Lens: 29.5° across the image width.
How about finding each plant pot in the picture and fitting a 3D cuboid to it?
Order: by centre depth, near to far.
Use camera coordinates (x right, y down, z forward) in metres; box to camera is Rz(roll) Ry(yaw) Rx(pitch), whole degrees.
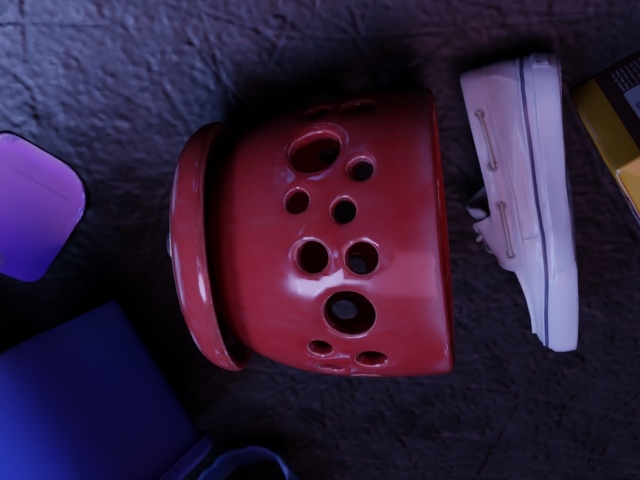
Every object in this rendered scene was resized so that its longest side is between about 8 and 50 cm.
[{"bbox_3d":[0.000,0.000,0.815,0.174,0.191,0.191,-5,121,10],"label":"plant pot"}]

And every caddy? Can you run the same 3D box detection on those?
[{"bbox_3d":[-0.212,0.178,0.825,0.241,0.341,0.179,-30,90,14],"label":"caddy"}]

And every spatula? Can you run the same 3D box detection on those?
[{"bbox_3d":[-0.276,0.053,0.916,0.084,0.030,0.296,29,114,-19],"label":"spatula"}]

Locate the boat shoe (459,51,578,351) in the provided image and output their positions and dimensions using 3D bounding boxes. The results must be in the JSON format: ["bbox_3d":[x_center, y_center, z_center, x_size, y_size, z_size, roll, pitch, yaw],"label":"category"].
[{"bbox_3d":[0.144,-0.025,0.876,0.076,0.083,0.226,-4,109,13],"label":"boat shoe"}]

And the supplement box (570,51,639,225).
[{"bbox_3d":[0.309,-0.052,0.829,0.194,0.129,0.191,-29,118,13],"label":"supplement box"}]

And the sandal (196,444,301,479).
[{"bbox_3d":[-0.097,0.250,0.921,0.126,0.317,0.138,4,101,22],"label":"sandal"}]
